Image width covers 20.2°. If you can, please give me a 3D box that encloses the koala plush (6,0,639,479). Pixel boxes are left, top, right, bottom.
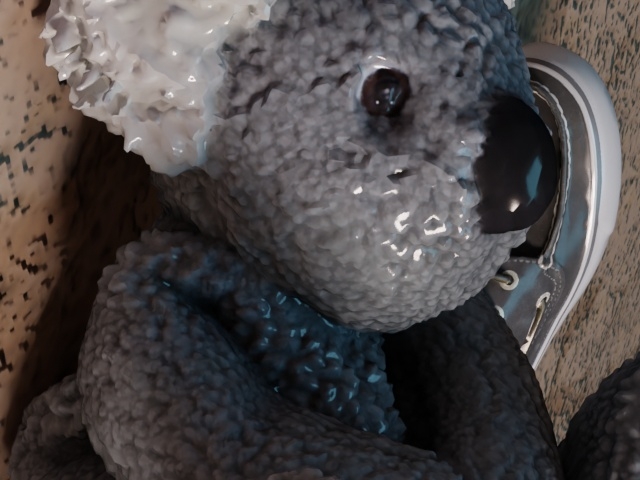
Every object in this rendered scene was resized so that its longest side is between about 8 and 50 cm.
[{"bbox_3d":[0.000,0.000,0.504,0.196,0.203,0.221,-13,107,-41],"label":"koala plush"}]

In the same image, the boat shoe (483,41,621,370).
[{"bbox_3d":[0.060,0.028,0.765,0.076,0.080,0.228,-33,148,-56],"label":"boat shoe"}]
